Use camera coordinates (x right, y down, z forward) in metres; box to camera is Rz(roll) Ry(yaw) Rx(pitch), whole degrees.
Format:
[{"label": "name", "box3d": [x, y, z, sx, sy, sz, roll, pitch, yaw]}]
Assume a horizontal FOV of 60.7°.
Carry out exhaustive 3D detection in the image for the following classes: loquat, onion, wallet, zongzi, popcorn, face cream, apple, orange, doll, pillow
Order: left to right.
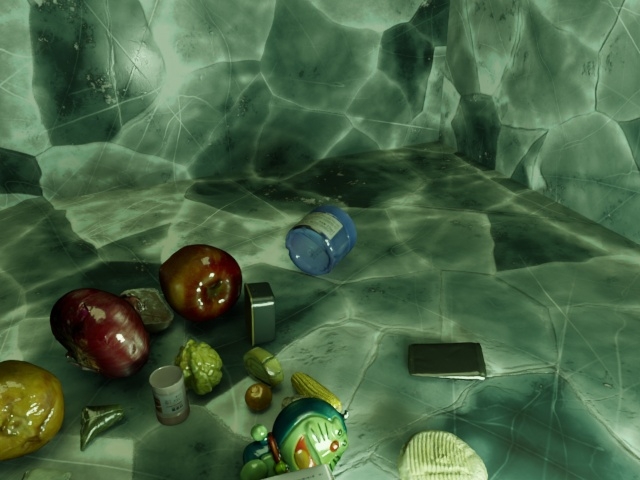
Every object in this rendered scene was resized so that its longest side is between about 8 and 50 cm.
[{"label": "loquat", "box3d": [-0.858, 0.457, 1.518, 0.276, 0.276, 0.284, -14, 28, -23]}, {"label": "pillow", "box3d": [-0.723, 0.659, 1.342, 0.128, 0.051, 0.229, 1, 30, 9]}, {"label": "onion", "box3d": [-0.680, 0.272, 1.749, 0.347, 0.347, 0.285, 15, 46, 28]}, {"label": "zongzi", "box3d": [-0.613, 0.541, 1.583, 0.154, 0.062, 0.130, 4, 46, -24]}, {"label": "popcorn", "box3d": [-0.388, 0.400, 1.708, 0.173, 0.173, 0.142, 4, 24, 9]}, {"label": "apple", "box3d": [-0.449, 0.157, 2.042, 0.288, 0.288, 0.317, -24, 26, -36]}, {"label": "orange", "box3d": [-0.187, 0.472, 1.648, 0.083, 0.070, 0.083, -5, 39, 4]}, {"label": "doll", "box3d": [-0.065, 0.527, 1.415, 0.322, 0.198, 0.186, -22, 20, -16]}, {"label": "face cream", "box3d": [0.000, 0.000, 2.337, 0.249, 0.249, 0.225, 14, 33, 27]}, {"label": "wallet", "box3d": [0.412, 0.397, 1.792, 0.245, 0.052, 0.168, -1, 28, 10]}]

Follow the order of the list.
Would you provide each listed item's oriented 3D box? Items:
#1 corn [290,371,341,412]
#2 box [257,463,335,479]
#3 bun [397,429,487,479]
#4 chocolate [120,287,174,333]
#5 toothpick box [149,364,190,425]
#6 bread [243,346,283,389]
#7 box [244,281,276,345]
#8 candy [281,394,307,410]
[{"label": "corn", "box3d": [-0.015, 0.466, 1.656, 0.072, 0.072, 0.203, -22, 33, -34]}, {"label": "box", "box3d": [-0.119, 0.645, 1.214, 0.333, 0.173, 0.145, -9, 27, -15]}, {"label": "bun", "box3d": [0.297, 0.580, 1.361, 0.220, 0.134, 0.220, 3, 27, -2]}, {"label": "chocolate", "box3d": [-0.651, 0.271, 2.035, 0.157, 0.080, 0.254, -3, 26, -35]}, {"label": "toothpick box", "box3d": [-0.442, 0.455, 1.606, 0.098, 0.149, 0.098, -1, 28, 0]}, {"label": "bread", "box3d": [-0.182, 0.400, 1.731, 0.064, 0.117, 0.156, -28, 38, -37]}, {"label": "box", "box3d": [-0.212, 0.255, 1.923, 0.090, 0.201, 0.144, -5, 27, -16]}, {"label": "candy", "box3d": [-0.062, 0.504, 1.583, 0.095, 0.085, 0.110, -12, 40, -1]}]
